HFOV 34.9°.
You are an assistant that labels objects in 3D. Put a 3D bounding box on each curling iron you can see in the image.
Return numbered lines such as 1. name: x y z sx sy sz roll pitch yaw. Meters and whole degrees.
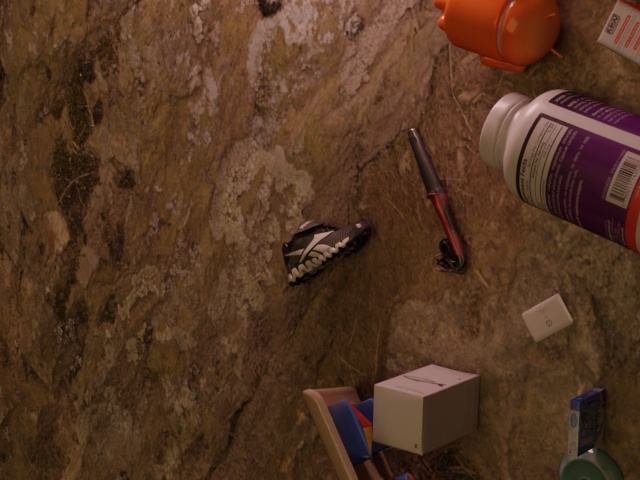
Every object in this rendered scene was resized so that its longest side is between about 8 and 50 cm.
1. curling iron: 0.197 -0.067 1.788 0.068 0.035 0.274 -23 81 42

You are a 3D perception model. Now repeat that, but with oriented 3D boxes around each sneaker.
1. sneaker: 0.000 0.000 1.953 0.234 0.078 0.106 -33 76 43

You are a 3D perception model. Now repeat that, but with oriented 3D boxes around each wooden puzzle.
1. wooden puzzle: 0.098 0.400 1.796 0.080 0.348 0.322 -26 76 8

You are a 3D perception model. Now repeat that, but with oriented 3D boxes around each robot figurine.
1. robot figurine: 0.285 -0.348 1.604 0.219 0.128 0.158 28 112 38

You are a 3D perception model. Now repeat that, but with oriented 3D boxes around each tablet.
1. tablet: 0.373 0.128 1.675 0.083 0.006 0.054 -37 71 40

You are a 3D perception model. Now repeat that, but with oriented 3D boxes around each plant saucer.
1. plant saucer: 0.434 0.393 1.649 0.119 0.021 0.119 7 101 42

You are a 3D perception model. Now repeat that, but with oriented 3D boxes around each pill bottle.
1. pill bottle: 0.399 -0.110 1.494 0.323 0.181 0.181 29 116 37

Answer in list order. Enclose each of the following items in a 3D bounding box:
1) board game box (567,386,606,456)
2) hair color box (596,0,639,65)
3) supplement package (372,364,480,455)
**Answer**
1. board game box: 0.419 0.285 1.598 0.020 0.090 0.090 9 103 41
2. hair color box: 0.483 -0.289 1.483 0.141 0.043 0.072 40 121 30
3. supplement package: 0.184 0.288 1.753 0.105 0.179 0.105 9 102 38
